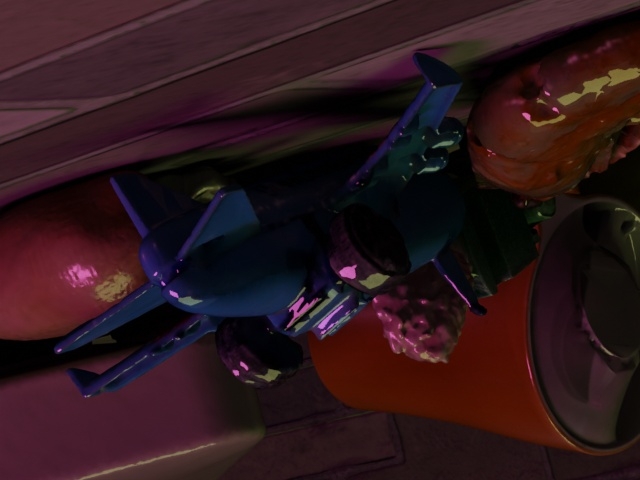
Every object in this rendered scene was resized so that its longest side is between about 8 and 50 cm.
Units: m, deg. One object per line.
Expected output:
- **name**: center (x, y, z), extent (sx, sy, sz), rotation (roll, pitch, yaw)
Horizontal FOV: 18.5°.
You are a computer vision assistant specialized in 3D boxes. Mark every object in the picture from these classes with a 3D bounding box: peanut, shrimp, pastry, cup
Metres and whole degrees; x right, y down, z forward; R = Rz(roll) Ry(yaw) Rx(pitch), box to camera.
- **peanut**: center (-0.131, 0.011, 0.991), extent (0.152, 0.076, 0.076), rotation (-24, 171, 38)
- **shrimp**: center (0.141, -0.064, 1.004), extent (0.154, 0.062, 0.294), rotation (-20, 175, -4)
- **pastry**: center (-0.029, 0.012, 1.149), extent (0.265, 0.112, 0.103), rotation (-3, -167, 37)
- **cup**: center (0.115, 0.044, 1.428), extent (0.264, 0.226, 0.182), rotation (-3, -147, 44)

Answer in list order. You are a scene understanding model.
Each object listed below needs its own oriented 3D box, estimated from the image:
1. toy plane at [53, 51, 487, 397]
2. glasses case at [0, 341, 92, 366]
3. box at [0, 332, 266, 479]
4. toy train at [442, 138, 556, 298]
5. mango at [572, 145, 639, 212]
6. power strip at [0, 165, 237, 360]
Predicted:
- **toy plane**: center (0.000, 0.000, 0.928), extent (0.254, 0.105, 0.271), rotation (-42, 158, 31)
- **glasses case**: center (-0.356, 0.101, 1.246), extent (0.425, 0.098, 0.156), rotation (-12, 168, -15)
- **box**: center (-0.239, 0.149, 1.159), extent (0.373, 0.090, 0.367), rotation (-12, 168, -16)
- **toy train**: center (0.046, 0.000, 1.236), extent (0.200, 0.083, 0.132), rotation (-18, -170, 37)
- **mango**: center (0.226, -0.032, 1.490), extent (0.178, 0.100, 0.119), rotation (-8, -179, 22)
- **power strip**: center (-0.115, 0.013, 1.093), extent (0.288, 0.053, 0.093), rotation (-17, 158, 40)
